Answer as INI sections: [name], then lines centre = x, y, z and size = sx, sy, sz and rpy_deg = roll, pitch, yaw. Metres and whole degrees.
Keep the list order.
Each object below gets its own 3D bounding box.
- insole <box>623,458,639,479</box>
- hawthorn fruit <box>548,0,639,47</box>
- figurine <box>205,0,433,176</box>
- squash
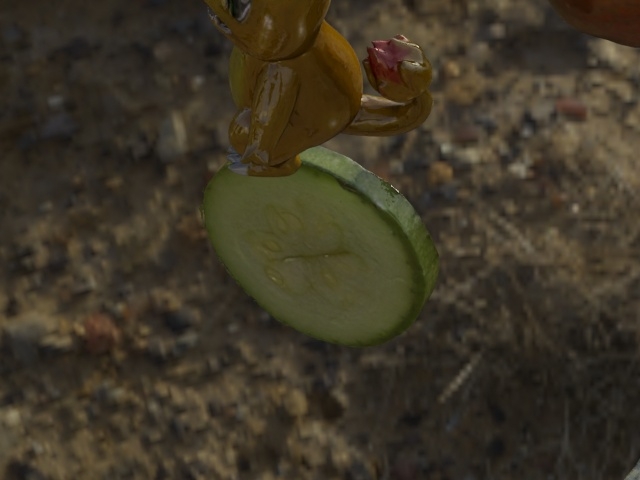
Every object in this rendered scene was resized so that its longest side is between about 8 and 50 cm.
[insole]
centre = 0.145, 0.156, 0.693
size = 0.081, 0.248, 0.011
rpy_deg = -43, 45, -21
[hawthorn fruit]
centre = 0.292, -0.281, 1.556
size = 0.211, 0.262, 0.210
rpy_deg = 15, 59, -28
[figurine]
centre = 0.000, -0.102, 1.004
size = 0.122, 0.176, 0.121
rpy_deg = 9, 64, 15
[squash]
centre = -0.002, 0.004, 1.634
size = 0.219, 0.219, 0.041
rpy_deg = 18, 52, 22
